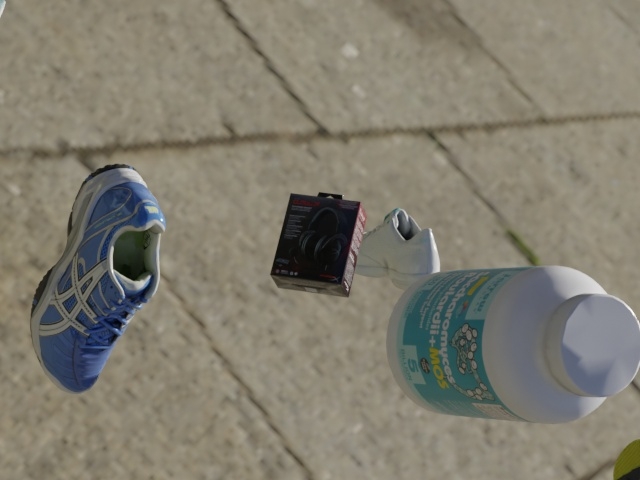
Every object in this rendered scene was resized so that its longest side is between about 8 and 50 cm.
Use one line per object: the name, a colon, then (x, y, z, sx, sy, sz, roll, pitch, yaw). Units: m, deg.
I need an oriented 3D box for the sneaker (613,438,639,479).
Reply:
sneaker: (0.255, 0.193, 1.115, 0.059, 0.053, 0.144, 18, 34, -44)

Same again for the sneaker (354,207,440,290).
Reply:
sneaker: (0.088, 0.002, 2.180, 0.080, 0.094, 0.212, -9, 14, -33)

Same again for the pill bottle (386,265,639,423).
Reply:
pill bottle: (0.184, 0.097, 1.579, 0.146, 0.264, 0.146, 2, 86, -29)

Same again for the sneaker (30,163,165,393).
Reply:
sneaker: (-0.188, 0.044, 1.426, 0.080, 0.211, 0.081, -2, 29, -37)

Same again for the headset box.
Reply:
headset box: (0.000, 0.000, 1.373, 0.032, 0.062, 0.083, 62, 40, -64)

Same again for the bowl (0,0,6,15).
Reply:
bowl: (-0.483, -0.172, 1.762, 0.163, 0.311, 0.311, 33, 29, -19)
